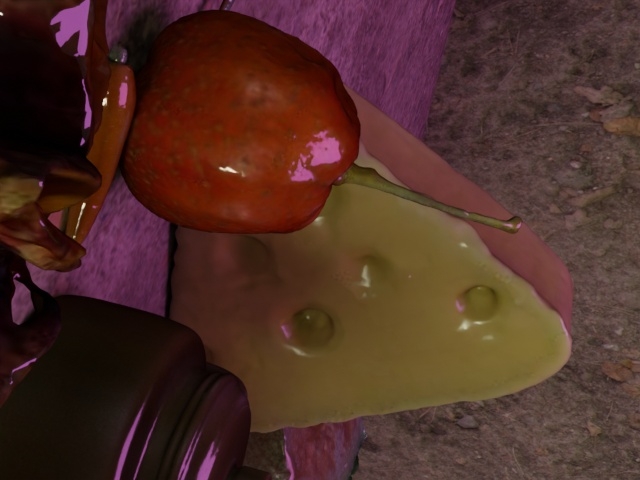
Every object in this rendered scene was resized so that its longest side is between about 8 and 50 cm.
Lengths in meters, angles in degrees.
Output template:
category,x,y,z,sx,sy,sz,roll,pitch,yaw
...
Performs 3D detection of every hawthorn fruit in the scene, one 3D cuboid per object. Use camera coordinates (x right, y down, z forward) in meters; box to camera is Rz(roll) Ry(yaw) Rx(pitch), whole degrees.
category,x,y,z,sx,sy,sz,roll,pitch,yaw
hawthorn fruit,-0.001,-0.049,0.798,0.165,0.285,0.165,25,90,-85

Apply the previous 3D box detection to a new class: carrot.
category,x,y,z,sx,sy,sz,roll,pitch,yaw
carrot,-0.141,-0.058,0.740,0.035,0.035,0.142,-54,162,-64

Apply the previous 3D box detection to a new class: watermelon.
category,x,y,z,sx,sy,sz,roll,pitch,yaw
watermelon,-0.055,0.169,1.356,0.264,0.151,0.302,-48,136,-62

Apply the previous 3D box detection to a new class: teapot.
category,x,y,z,sx,sy,sz,roll,pitch,yaw
teapot,-0.116,0.141,0.790,0.267,0.175,0.185,-50,157,-68

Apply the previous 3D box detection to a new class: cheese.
category,x,y,z,sx,sy,sz,roll,pitch,yaw
cheese,-0.001,0.000,1.018,0.104,0.384,0.384,-71,172,-53

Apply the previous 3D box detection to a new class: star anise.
category,x,y,z,sx,sy,sz,roll,pitch,yaw
star anise,-0.155,-0.022,0.473,0.220,0.126,0.190,-137,-121,-69

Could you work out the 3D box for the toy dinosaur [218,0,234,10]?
category,x,y,z,sx,sy,sz,roll,pitch,yaw
toy dinosaur,-0.050,-0.262,0.922,0.187,0.044,0.106,-51,145,-36
